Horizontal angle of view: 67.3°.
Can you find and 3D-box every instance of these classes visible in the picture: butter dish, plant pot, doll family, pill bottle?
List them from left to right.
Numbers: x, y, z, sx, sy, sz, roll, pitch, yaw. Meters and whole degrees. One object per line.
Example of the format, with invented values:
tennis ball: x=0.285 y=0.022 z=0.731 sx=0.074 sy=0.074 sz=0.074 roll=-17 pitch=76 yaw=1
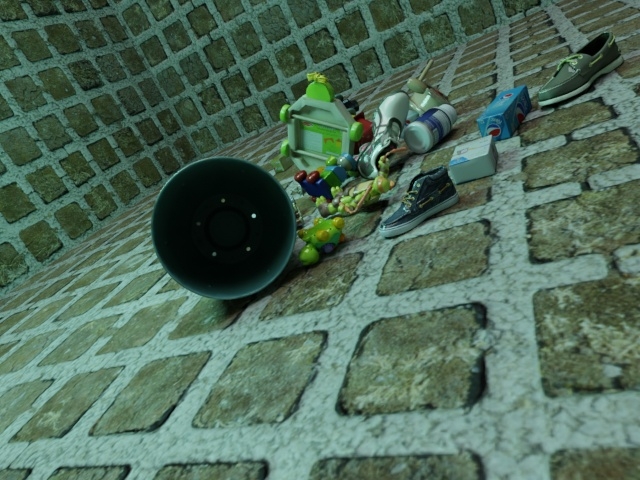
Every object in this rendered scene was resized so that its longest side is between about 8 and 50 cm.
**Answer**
plant pot: x=-0.213 y=-0.029 z=1.093 sx=0.293 sy=0.293 sz=0.235 roll=-30 pitch=7 yaw=-8
doll family: x=-0.113 y=-0.066 z=1.350 sx=0.111 sy=0.076 sz=0.193 roll=-30 pitch=15 yaw=4
butter dish: x=0.142 y=-0.315 z=1.559 sx=0.118 sy=0.160 sz=0.160 roll=18 pitch=45 yaw=32
pill bottle: x=0.326 y=-0.332 z=1.406 sx=0.169 sy=0.094 sz=0.094 roll=-40 pitch=24 yaw=-32

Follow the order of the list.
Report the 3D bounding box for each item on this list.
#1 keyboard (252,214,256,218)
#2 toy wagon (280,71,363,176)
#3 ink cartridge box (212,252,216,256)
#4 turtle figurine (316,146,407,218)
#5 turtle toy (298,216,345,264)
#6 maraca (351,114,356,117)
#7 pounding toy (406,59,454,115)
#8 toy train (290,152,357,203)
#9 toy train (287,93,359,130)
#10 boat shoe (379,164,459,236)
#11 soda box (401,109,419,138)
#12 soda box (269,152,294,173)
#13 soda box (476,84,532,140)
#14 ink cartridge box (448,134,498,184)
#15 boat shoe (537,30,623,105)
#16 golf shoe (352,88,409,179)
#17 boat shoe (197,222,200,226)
keyboard: x=-0.221 y=-0.095 z=1.627 sx=0.072 sy=0.014 sz=0.256 roll=-17 pitch=22 yaw=25
toy wagon: x=0.004 y=-0.344 z=1.467 sx=0.267 sy=0.344 sz=0.068 roll=20 pitch=41 yaw=23
ink cartridge box: x=-0.304 y=0.019 z=1.358 sx=0.140 sy=0.082 sz=0.191 roll=-7 pitch=27 yaw=43
turtle figurine: x=0.105 y=-0.122 z=1.186 sx=0.217 sy=0.087 sz=0.269 roll=-15 pitch=31 yaw=49
turtle toy: x=0.000 y=0.000 z=1.048 sx=0.130 sy=0.066 sz=0.095 roll=-39 pitch=23 yaw=-27
maraca: x=0.099 y=-0.432 z=1.936 sx=0.127 sy=0.099 sz=0.186 roll=-40 pitch=-3 yaw=-40
pounding toy: x=0.377 y=-0.475 z=1.560 sx=0.154 sy=0.154 sz=0.269 roll=-56 pitch=-11 yaw=25
toy train: x=0.000 y=-0.194 z=1.423 sx=0.143 sy=0.105 sz=0.248 roll=-46 pitch=24 yaw=-12
toy train: x=0.014 y=-0.479 z=2.030 sx=0.334 sy=0.190 sz=0.142 roll=-29 pitch=65 yaw=-15
boat shoe: x=0.190 y=-0.082 z=0.986 sx=0.183 sy=0.083 sz=0.065 roll=-29 pitch=20 yaw=-5
soda box: x=0.290 y=-0.411 z=1.681 sx=0.074 sy=0.069 sz=0.216 roll=-26 pitch=21 yaw=3
soda box: x=-0.139 y=-0.363 z=2.102 sx=0.058 sy=0.061 sz=0.181 roll=-7 pitch=28 yaw=41
soda box: x=0.481 y=-0.330 z=1.249 sx=0.071 sy=0.067 sz=0.210 roll=-6 pitch=29 yaw=43
ink cartridge box: x=0.346 y=-0.183 z=1.083 sx=0.089 sy=0.052 sz=0.122 roll=-15 pitch=22 yaw=30
boat shoe: x=0.674 y=-0.451 z=1.266 sx=0.305 sy=0.091 sz=0.109 roll=-34 pitch=21 yaw=-18
golf shoe: x=0.196 y=-0.295 z=1.368 sx=0.120 sy=0.105 sz=0.272 roll=35 pitch=102 yaw=57
boat shoe: x=-0.493 y=-0.051 z=1.697 sx=0.342 sy=0.123 sz=0.123 roll=-2 pitch=32 yaw=49
